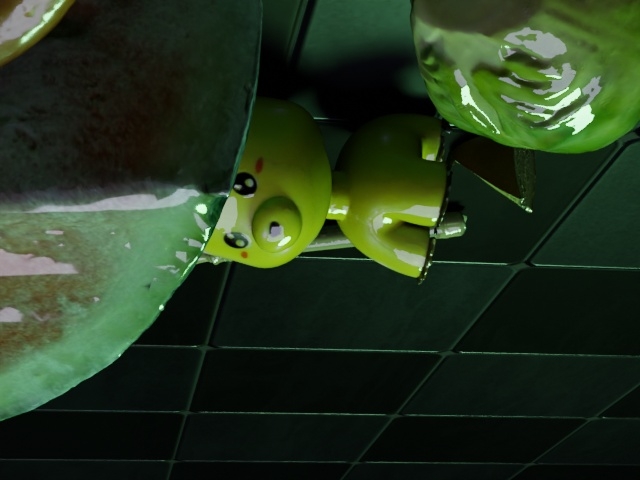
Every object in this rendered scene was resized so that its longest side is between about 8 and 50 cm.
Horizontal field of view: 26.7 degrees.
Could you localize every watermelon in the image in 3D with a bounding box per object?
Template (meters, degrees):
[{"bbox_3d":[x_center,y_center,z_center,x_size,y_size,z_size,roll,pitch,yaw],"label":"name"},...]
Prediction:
[{"bbox_3d":[-0.207,-0.054,0.705,0.258,0.228,0.387,28,139,-35],"label":"watermelon"}]

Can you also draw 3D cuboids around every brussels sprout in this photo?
[{"bbox_3d":[0.117,-0.106,0.692,0.155,0.118,0.155,-5,168,-1],"label":"brussels sprout"}]

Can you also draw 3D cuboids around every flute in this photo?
[{"bbox_3d":[0.000,0.000,1.060,0.233,0.027,0.027,-7,157,12],"label":"flute"}]

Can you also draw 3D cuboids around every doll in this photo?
[{"bbox_3d":[-0.027,-0.043,0.854,0.220,0.135,0.143,7,125,-7],"label":"doll"}]

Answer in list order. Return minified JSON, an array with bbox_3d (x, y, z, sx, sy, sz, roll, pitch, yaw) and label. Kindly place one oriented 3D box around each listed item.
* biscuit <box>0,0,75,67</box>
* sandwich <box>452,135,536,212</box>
[{"bbox_3d":[-0.179,-0.137,0.580,0.224,0.145,0.033,-15,-167,22],"label":"biscuit"},{"bbox_3d":[0.126,-0.055,0.921,0.031,0.044,0.083,26,-172,-42],"label":"sandwich"}]
